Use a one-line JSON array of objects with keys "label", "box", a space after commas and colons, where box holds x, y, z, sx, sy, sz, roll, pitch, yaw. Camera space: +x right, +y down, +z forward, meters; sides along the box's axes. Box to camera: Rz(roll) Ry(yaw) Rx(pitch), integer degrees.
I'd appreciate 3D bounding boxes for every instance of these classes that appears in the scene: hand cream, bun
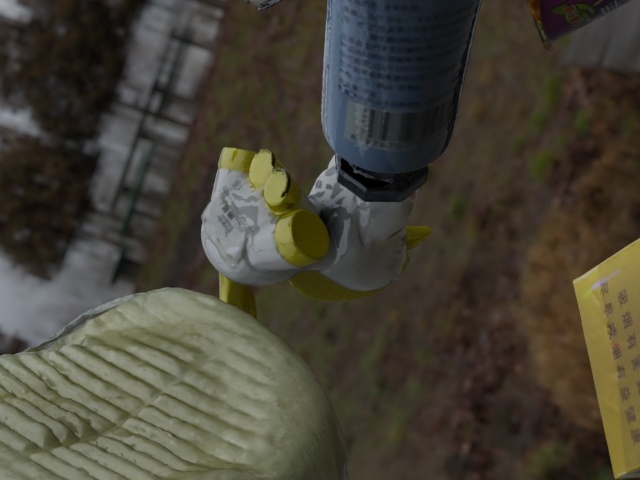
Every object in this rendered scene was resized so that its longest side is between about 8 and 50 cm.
[{"label": "hand cream", "box": [0.038, -0.107, 0.748, 0.256, 0.088, 0.055, 98, 158, -53]}, {"label": "bun", "box": [-0.100, 0.125, 0.969, 0.229, 0.229, 0.145, -74, -11, -62]}]

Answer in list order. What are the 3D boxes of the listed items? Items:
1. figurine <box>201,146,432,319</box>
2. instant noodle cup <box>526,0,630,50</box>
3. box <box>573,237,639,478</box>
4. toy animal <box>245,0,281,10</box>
[{"label": "figurine", "box": [0.004, -0.007, 1.311, 0.109, 0.178, 0.129, 42, 130, 39]}, {"label": "instant noodle cup", "box": [0.271, -0.340, 2.016, 0.251, 0.190, 0.251, -22, -90, -82]}, {"label": "box", "box": [0.264, 0.048, 1.302, 0.269, 0.043, 0.152, -38, 57, 56]}, {"label": "toy animal", "box": [-0.058, -0.296, 1.974, 0.085, 0.124, 0.071, -23, 4, 29]}]
